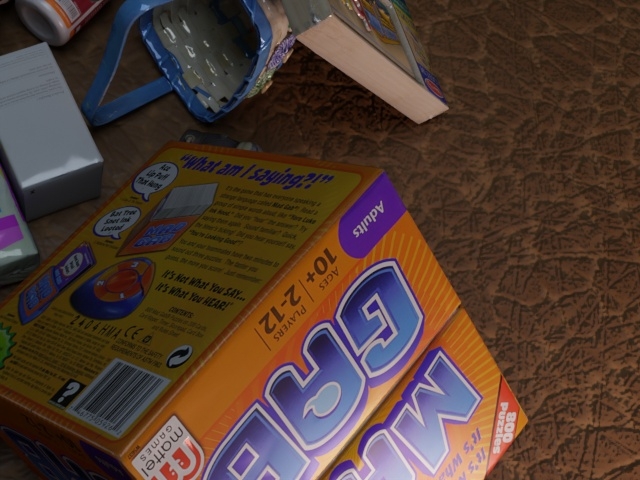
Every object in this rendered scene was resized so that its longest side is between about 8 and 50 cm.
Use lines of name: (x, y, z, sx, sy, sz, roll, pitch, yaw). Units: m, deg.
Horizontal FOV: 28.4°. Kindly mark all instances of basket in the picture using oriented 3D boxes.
basket: (-0.154, -0.263, 1.571, 0.289, 0.255, 0.201, -26, 78, -31)

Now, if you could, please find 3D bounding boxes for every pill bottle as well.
pill bottle: (-0.321, -0.333, 1.656, 0.086, 0.086, 0.152, 37, 64, 5)

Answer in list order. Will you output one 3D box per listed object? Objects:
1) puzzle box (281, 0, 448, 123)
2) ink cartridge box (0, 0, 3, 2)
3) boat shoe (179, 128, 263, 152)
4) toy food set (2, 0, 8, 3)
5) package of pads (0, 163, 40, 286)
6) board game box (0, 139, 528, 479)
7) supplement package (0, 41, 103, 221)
puzzle box: (0.030, -0.317, 1.573, 0.052, 0.409, 0.272, -25, 73, 18)
ink cartridge box: (-0.546, -0.406, 1.601, 0.176, 0.069, 0.371, -37, 70, 8)
boat shoe: (-0.195, 0.008, 1.535, 0.130, 0.132, 0.355, 24, 57, 10)
toy food set: (-0.406, -0.478, 1.637, 0.220, 0.092, 0.306, 41, 85, 19)
package of pads: (-0.510, -0.022, 1.485, 0.297, 0.101, 0.229, -21, 74, -19)
board game box: (-0.083, 0.155, 1.283, 0.356, 0.357, 0.356, -48, 124, -23)
supplement package: (-0.351, -0.133, 1.559, 0.105, 0.105, 0.179, -21, 73, -19)
